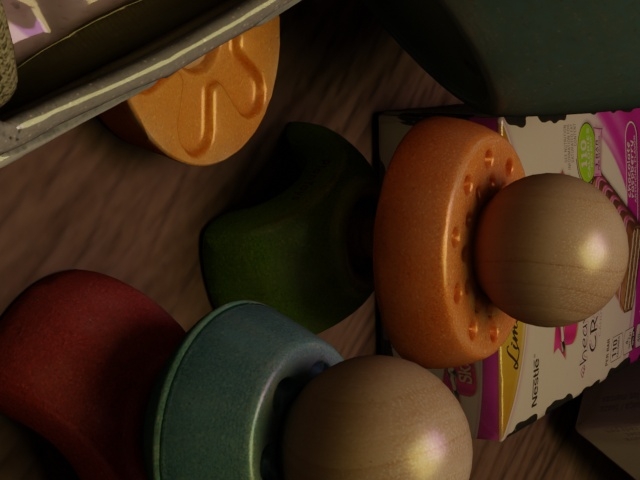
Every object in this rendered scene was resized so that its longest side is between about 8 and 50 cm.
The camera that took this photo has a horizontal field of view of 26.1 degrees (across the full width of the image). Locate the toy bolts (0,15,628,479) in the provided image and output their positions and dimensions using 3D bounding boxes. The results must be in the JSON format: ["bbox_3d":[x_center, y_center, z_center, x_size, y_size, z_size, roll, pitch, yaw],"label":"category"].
[{"bbox_3d":[0.000,0.000,0.485,0.228,0.158,0.218,-58,138,-38],"label":"toy bolts"}]

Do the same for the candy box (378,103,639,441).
[{"bbox_3d":[0.118,0.003,0.755,0.233,0.071,0.159,-15,106,-56],"label":"candy box"}]

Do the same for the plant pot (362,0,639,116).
[{"bbox_3d":[0.103,-0.164,0.571,0.195,0.290,0.290,-41,137,-2],"label":"plant pot"}]

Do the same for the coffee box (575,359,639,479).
[{"bbox_3d":[0.426,0.040,0.918,0.334,0.337,0.338,40,54,-34],"label":"coffee box"}]

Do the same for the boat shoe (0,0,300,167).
[{"bbox_3d":[-0.075,-0.085,0.370,0.320,0.103,0.118,-28,117,-34],"label":"boat shoe"}]
